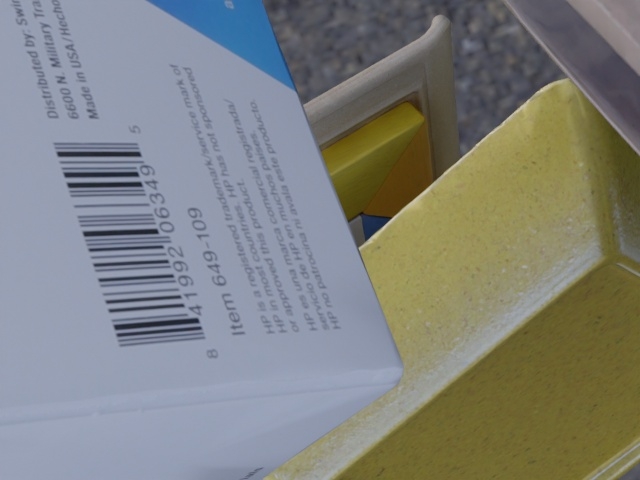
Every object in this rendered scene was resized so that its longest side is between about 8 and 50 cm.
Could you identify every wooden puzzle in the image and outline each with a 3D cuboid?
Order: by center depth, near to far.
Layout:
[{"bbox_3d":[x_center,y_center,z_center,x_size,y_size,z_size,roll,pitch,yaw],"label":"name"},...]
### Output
[{"bbox_3d":[0.000,0.000,1.145,0.044,0.238,0.221,44,160,32],"label":"wooden puzzle"}]

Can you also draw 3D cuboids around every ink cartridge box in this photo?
[{"bbox_3d":[-0.161,0.002,0.541,0.197,0.270,0.198,-39,64,42],"label":"ink cartridge box"}]

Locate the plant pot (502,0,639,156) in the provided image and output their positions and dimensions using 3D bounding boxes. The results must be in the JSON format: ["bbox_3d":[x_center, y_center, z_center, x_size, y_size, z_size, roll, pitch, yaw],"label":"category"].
[{"bbox_3d":[0.183,-0.100,0.544,0.229,0.263,0.263,-44,68,6],"label":"plant pot"}]

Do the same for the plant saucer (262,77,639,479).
[{"bbox_3d":[0.130,0.080,1.159,0.333,0.332,0.081,-41,54,20],"label":"plant saucer"}]
